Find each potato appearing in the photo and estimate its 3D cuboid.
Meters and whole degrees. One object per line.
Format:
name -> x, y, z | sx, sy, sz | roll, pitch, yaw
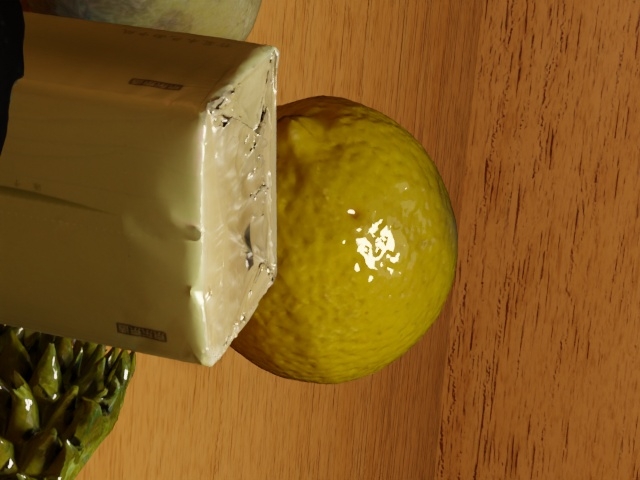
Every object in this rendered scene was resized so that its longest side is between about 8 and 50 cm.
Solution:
potato -> -0.118, -0.196, 1.190 | 0.174, 0.159, 0.251 | -53, 149, -4

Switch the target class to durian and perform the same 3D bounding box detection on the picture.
durian -> -0.234, 0.160, 1.022 | 0.394, 0.163, 0.198 | -63, 177, -49

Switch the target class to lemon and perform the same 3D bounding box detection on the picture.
lemon -> -0.001, 0.001, 1.561 | 0.267, 0.267, 0.267 | 9, 90, -75

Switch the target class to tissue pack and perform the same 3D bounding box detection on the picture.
tissue pack -> -0.146, -0.038, 1.002 | 0.125, 0.234, 0.159 | -52, 148, -57

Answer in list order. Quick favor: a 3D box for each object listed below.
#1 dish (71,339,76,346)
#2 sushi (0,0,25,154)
dish -> -0.183, 0.031, 1.291 | 0.137, 0.039, 0.091 | 45, 60, -71
sushi -> -0.229, -0.066, 0.799 | 0.200, 0.213, 0.204 | -55, 146, -8
